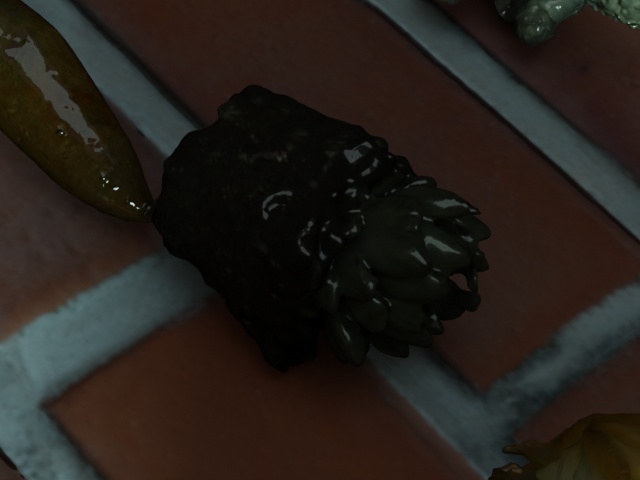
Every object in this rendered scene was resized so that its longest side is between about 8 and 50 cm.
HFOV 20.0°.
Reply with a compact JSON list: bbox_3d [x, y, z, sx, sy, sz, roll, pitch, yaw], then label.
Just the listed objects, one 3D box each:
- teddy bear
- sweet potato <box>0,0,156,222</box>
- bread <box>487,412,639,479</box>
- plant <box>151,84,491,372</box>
[{"bbox_3d":[0.180,-0.201,1.318,0.213,0.111,0.133,17,91,13],"label":"teddy bear"},{"bbox_3d":[-0.244,-0.120,1.166,0.346,0.079,0.108,21,62,8],"label":"sweet potato"},{"bbox_3d":[0.233,0.235,0.839,0.394,0.361,0.250,1,37,-19],"label":"bread"},{"bbox_3d":[0.000,0.000,1.095,0.194,0.129,0.132,34,54,18],"label":"plant"}]
